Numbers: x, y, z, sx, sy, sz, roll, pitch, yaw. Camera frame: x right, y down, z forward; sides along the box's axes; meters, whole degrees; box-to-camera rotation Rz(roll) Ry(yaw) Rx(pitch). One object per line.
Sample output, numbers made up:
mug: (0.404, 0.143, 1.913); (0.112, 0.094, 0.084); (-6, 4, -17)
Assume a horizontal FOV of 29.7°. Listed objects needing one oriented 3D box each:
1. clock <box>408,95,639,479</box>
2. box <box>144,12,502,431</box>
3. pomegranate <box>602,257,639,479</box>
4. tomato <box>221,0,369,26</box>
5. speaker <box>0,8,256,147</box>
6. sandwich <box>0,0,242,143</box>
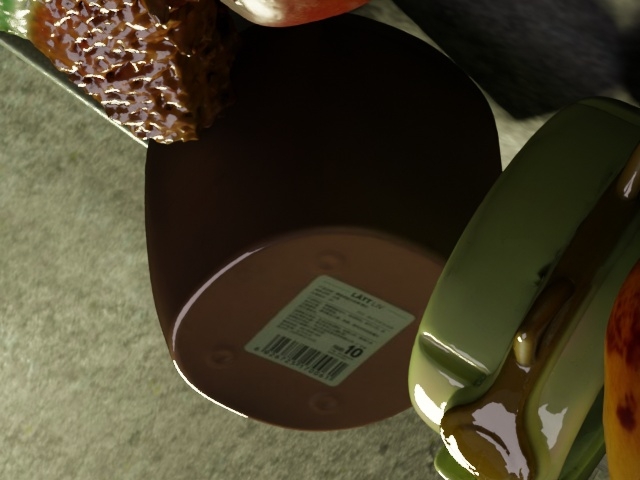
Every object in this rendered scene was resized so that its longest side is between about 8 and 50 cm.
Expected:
clock: (0.168, 0.036, 0.787); (0.117, 0.286, 0.348); (32, 170, 22)
box: (0.000, 0.000, 0.962); (0.301, 0.301, 0.216); (37, -144, -34)
pomegranate: (0.290, 0.083, 0.546); (0.319, 0.319, 0.319); (32, 173, 4)
tomato: (-0.032, -0.174, 0.671); (0.139, 0.091, 0.159); (26, 167, 48)
speaker: (-0.158, -0.194, 1.080); (0.406, 0.183, 0.184); (37, 177, -34)
sandwich: (-0.158, -0.189, 0.820); (0.250, 0.162, 0.301); (35, 153, 56)
